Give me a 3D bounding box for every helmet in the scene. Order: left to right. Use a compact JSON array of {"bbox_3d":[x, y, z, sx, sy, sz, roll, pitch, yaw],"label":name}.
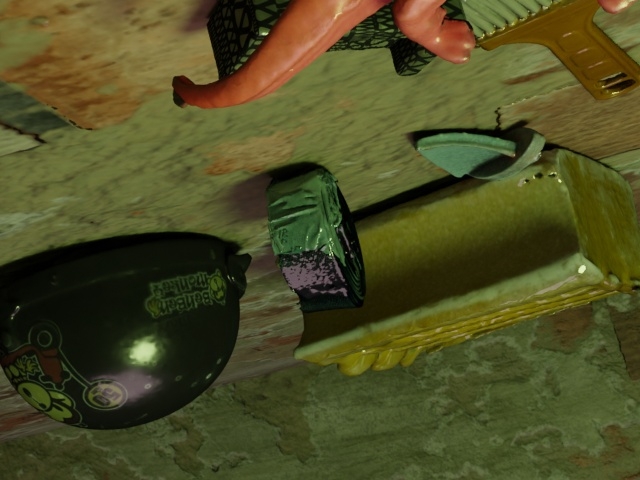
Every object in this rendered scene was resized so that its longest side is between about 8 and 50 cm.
[{"bbox_3d":[-0.180,0.098,0.956,0.230,0.161,0.278,-26,163,39],"label":"helmet"}]

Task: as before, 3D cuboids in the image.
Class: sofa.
[{"bbox_3d":[0.008,-0.107,0.493,0.118,0.039,0.060,-8,168,-27],"label":"sofa"}]

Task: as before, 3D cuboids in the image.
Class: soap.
[{"bbox_3d":[0.160,0.034,1.060,0.335,0.156,0.293,-21,164,31],"label":"soap"}]

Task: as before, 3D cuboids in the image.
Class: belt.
[{"bbox_3d":[0.000,0.000,0.813,0.058,0.105,0.140,-12,144,13],"label":"belt"}]

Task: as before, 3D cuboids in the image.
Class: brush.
[{"bbox_3d":[0.168,-0.128,0.644,0.090,0.017,0.314,-19,168,25],"label":"brush"}]

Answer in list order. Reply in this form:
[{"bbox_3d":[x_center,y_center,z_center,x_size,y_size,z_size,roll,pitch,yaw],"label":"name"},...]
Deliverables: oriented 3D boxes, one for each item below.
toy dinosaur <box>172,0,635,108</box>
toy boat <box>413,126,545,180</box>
[{"bbox_3d":[0.024,-0.125,0.340,0.286,0.070,0.139,-17,147,26],"label":"toy dinosaur"},{"bbox_3d":[0.113,-0.075,0.814,0.122,0.034,0.096,4,161,-31],"label":"toy boat"}]
